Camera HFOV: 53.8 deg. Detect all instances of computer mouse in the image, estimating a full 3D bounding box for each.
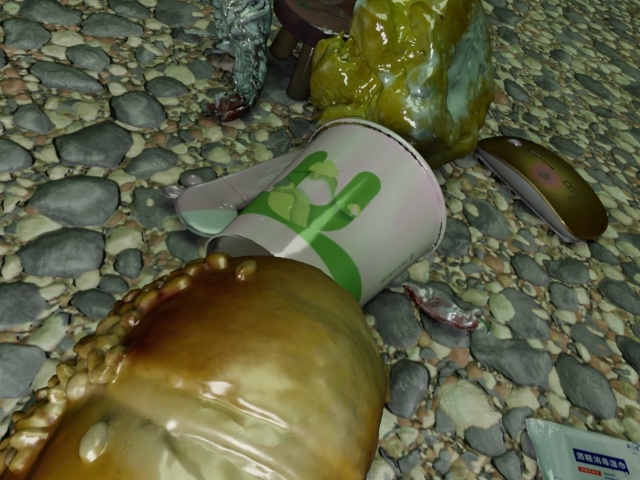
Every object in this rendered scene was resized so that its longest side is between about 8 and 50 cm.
[{"bbox_3d":[0.449,-0.122,1.277,0.158,0.072,0.310,-14,53,-35],"label":"computer mouse"}]

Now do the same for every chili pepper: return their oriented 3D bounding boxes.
[{"bbox_3d":[0.193,0.103,0.970,0.153,0.041,0.050,22,20,23],"label":"chili pepper"}]

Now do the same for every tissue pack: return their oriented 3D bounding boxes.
[{"bbox_3d":[0.375,0.311,0.849,0.192,0.026,0.123,15,43,-9],"label":"tissue pack"}]

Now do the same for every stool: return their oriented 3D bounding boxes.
[{"bbox_3d":[0.019,-0.419,1.312,0.271,0.179,0.272,12,44,-11],"label":"stool"}]

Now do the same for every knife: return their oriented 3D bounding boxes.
[{"bbox_3d":[-0.082,-0.101,1.062,0.132,0.038,0.398,44,46,18],"label":"knife"}]

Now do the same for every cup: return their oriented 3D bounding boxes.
[{"bbox_3d":[0.000,0.000,0.866,0.253,0.253,0.274,37,53,15],"label":"cup"}]

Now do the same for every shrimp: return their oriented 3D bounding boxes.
[{"bbox_3d":[-0.166,-0.413,1.223,0.165,0.221,0.411,2,70,-35],"label":"shrimp"}]

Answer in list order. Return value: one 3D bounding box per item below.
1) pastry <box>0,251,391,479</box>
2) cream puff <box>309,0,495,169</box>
[{"bbox_3d":[-0.119,0.184,0.529,0.245,0.410,0.410,37,44,1],"label":"pastry"},{"bbox_3d":[0.130,-0.284,1.117,0.275,0.379,0.378,12,33,36],"label":"cream puff"}]
